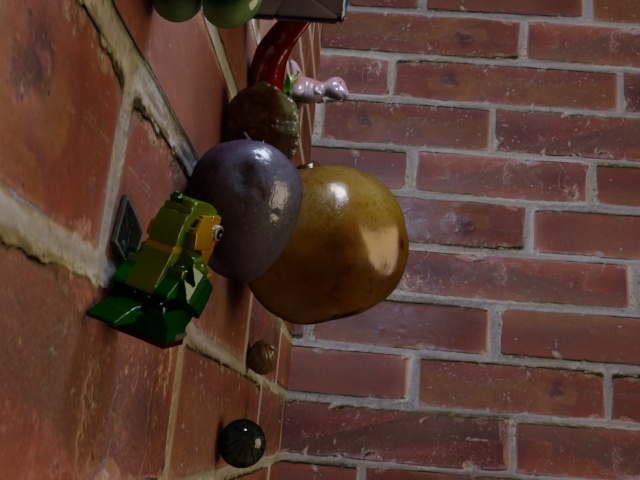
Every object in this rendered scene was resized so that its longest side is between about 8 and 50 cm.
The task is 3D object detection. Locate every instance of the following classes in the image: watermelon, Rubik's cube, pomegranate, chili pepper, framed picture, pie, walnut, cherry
[{"bbox_3d":[-0.178,0.456,1.608,0.133,0.105,0.105,124,-22,-52],"label":"watermelon"},{"bbox_3d":[-0.050,-0.563,1.396,0.225,0.221,0.231,-79,173,-58],"label":"Rubik's cube"},{"bbox_3d":[0.000,0.000,1.682,0.416,0.416,0.417,4,90,-87],"label":"pomegranate"},{"bbox_3d":[-0.098,-0.371,1.620,0.092,0.137,0.368,-43,157,-40],"label":"chili pepper"},{"bbox_3d":[-0.230,-0.005,0.862,0.089,0.006,0.066,89,6,-61],"label":"framed picture"},{"bbox_3d":[-0.114,-0.208,1.386,0.079,0.163,0.193,-17,106,-66],"label":"pie"},{"bbox_3d":[-0.157,0.318,1.948,0.079,0.082,0.096,51,-42,49],"label":"walnut"},{"bbox_3d":[-0.120,-0.062,1.153,0.213,0.183,0.266,36,56,-82],"label":"cherry"}]

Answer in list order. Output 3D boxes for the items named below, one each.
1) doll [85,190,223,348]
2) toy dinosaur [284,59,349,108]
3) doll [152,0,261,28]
[{"bbox_3d":[-0.179,0.033,0.834,0.186,0.106,0.134,-64,156,-20],"label":"doll"},{"bbox_3d":[-0.036,-0.442,2.040,0.194,0.177,0.152,45,-14,28],"label":"toy dinosaur"},{"bbox_3d":[-0.108,-0.425,0.858,0.186,0.198,0.322,57,45,-64],"label":"doll"}]
